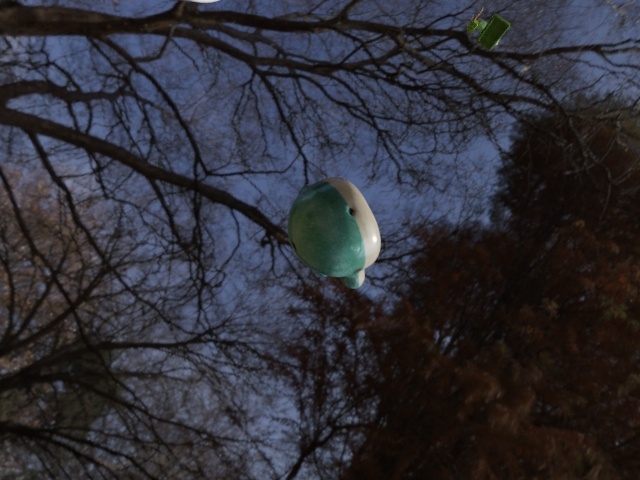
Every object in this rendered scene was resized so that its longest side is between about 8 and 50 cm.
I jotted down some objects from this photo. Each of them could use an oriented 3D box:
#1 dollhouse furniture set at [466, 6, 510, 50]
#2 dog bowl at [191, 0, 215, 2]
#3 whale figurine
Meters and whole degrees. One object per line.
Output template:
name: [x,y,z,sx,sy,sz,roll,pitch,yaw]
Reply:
dollhouse furniture set: [0.339,-0.430,1.128,0.076,0.151,0.058,34,-56,-4]
dog bowl: [-0.224,-0.532,0.922,0.104,0.265,0.264,21,-53,35]
whale figurine: [0.000,0.000,1.041,0.216,0.141,0.272,63,-22,8]
